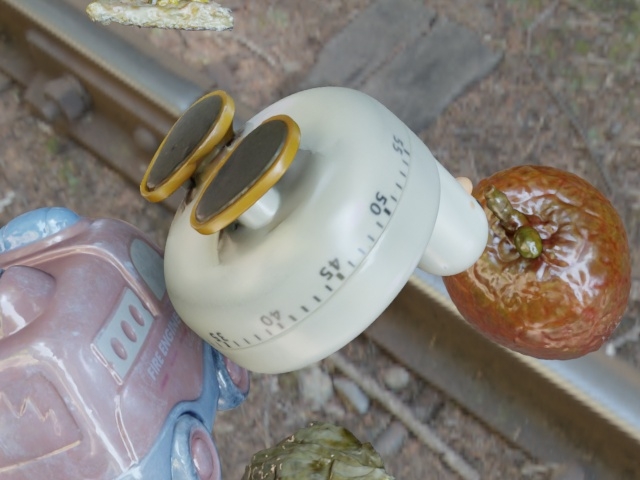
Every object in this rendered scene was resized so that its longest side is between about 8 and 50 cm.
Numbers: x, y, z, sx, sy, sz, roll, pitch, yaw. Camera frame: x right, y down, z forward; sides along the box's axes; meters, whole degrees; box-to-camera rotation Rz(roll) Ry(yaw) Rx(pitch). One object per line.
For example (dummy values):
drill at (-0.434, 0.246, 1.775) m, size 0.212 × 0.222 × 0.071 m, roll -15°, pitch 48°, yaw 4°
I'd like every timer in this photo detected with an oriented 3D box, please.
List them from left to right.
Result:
timer at (0.000, 0.000, 1.116) m, size 0.233 × 0.240 × 0.233 m, roll -35°, pitch 32°, yaw 25°

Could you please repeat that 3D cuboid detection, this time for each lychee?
lychee at (0.275, 0.023, 1.803) m, size 0.255 × 0.300 × 0.255 m, roll -6°, pitch 55°, yaw 8°

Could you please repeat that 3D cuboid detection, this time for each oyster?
oyster at (-0.009, 0.247, 1.231) m, size 0.110 × 0.341 × 0.166 m, roll -9°, pitch 97°, yaw -15°

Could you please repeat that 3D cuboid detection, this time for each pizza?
pizza at (-0.198, -0.310, 1.897) m, size 0.195 × 0.052 × 0.185 m, roll 13°, pitch 23°, yaw 25°

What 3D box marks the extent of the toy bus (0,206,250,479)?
toy bus at (-0.199, 0.098, 1.150) m, size 0.197 × 0.232 × 0.294 m, roll -19°, pitch 24°, yaw 18°
